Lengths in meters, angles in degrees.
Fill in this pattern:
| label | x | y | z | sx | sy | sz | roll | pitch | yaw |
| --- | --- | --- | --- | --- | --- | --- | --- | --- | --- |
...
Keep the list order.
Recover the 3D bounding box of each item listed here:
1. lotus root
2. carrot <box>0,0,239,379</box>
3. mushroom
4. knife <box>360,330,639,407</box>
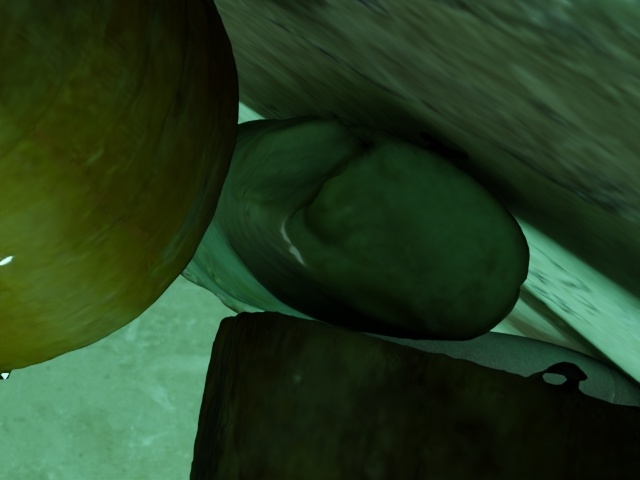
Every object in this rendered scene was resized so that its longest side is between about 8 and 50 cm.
| label | x | y | z | sx | sy | sz | roll | pitch | yaw |
| --- | --- | --- | --- | --- | --- | --- | --- | --- | --- |
| lotus root | 0.062 | 0.074 | 0.552 | 0.261 | 0.074 | 0.170 | 9 | 169 | 41 |
| carrot | -0.108 | -0.052 | 0.430 | 0.159 | 0.159 | 0.225 | 35 | 174 | 7 |
| mushroom | -0.003 | -0.007 | 0.688 | 0.100 | 0.081 | 0.312 | 24 | 175 | -11 |
| knife | 0.088 | 0.070 | 0.816 | 0.278 | 0.053 | 0.123 | 17 | 179 | -44 |
